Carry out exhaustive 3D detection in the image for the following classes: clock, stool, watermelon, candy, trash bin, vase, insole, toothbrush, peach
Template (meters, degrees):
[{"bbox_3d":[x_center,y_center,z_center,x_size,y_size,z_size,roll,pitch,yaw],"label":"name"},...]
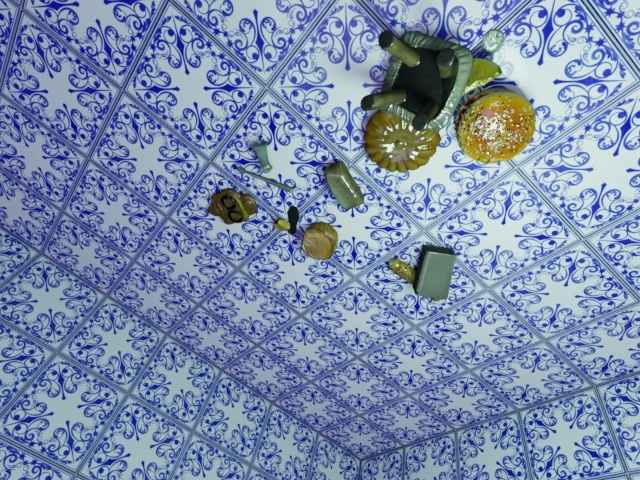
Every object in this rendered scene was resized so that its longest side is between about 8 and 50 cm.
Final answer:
[{"bbox_3d":[0.623,-0.716,1.467,0.074,0.010,0.083,19,129,-1],"label":"clock"},{"bbox_3d":[0.339,-0.571,1.446,0.311,0.226,0.309,29,118,22],"label":"stool"},{"bbox_3d":[0.520,-0.581,1.518,0.301,0.129,0.123,-23,122,35],"label":"watermelon"},{"bbox_3d":[0.108,-0.256,1.892,0.104,0.102,0.233,-22,119,28],"label":"candy"},{"bbox_3d":[0.568,0.156,2.028,0.164,0.122,0.240,6,109,0],"label":"trash bin"},{"bbox_3d":[-0.271,-0.391,1.908,0.081,0.081,0.148,0,129,15],"label":"vase"},{"bbox_3d":[-0.145,-0.105,2.134,0.064,0.004,0.188,14,129,5],"label":"insole"},{"bbox_3d":[-0.269,-0.301,2.004,0.298,0.030,0.030,22,110,-4],"label":"toothbrush"},{"bbox_3d":[-0.200,-0.085,2.133,0.084,0.050,0.077,16,155,16],"label":"peach"}]

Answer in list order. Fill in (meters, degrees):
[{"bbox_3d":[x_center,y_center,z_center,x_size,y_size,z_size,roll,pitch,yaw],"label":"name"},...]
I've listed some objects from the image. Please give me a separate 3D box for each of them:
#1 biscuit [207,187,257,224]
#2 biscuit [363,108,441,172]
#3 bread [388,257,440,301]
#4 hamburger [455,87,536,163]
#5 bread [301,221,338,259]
[{"bbox_3d":[-0.474,-0.176,2.144,0.291,0.041,0.208,-9,122,20],"label":"biscuit"},{"bbox_3d":[0.341,-0.423,1.710,0.327,0.107,0.325,5,128,7],"label":"biscuit"},{"bbox_3d":[0.510,0.210,2.155,0.368,0.084,0.077,36,85,-11],"label":"bread"},{"bbox_3d":[0.667,-0.436,1.563,0.301,0.176,0.299,6,126,9],"label":"hamburger"},{"bbox_3d":[0.001,0.000,2.115,0.200,0.104,0.198,8,124,12],"label":"bread"}]
